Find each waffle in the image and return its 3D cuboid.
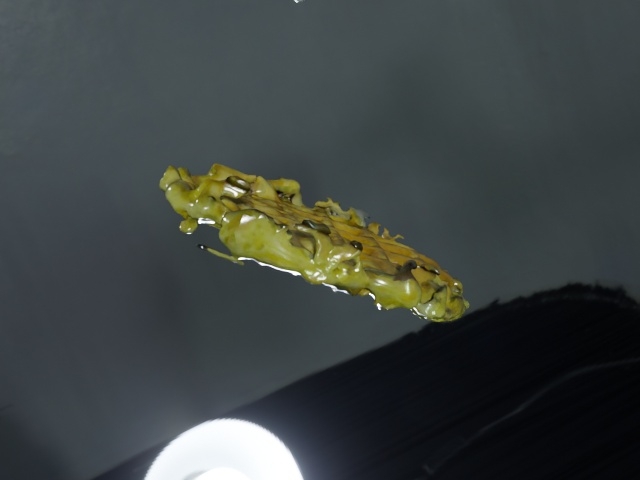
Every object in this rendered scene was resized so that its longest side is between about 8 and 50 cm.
[{"bbox_3d":[0.001,-0.003,0.692,0.262,0.060,0.280,28,-170,33],"label":"waffle"}]
